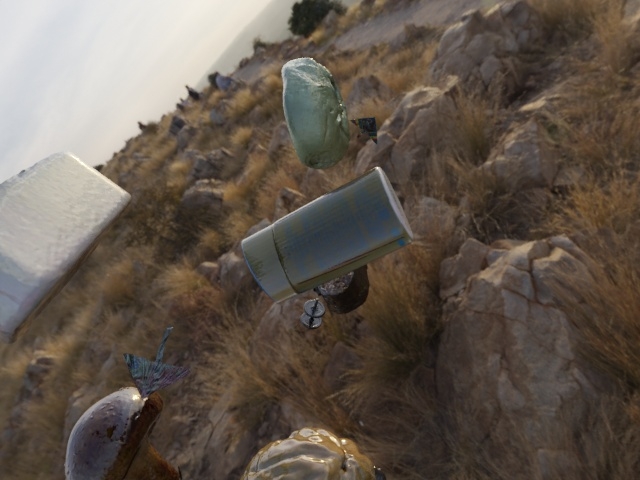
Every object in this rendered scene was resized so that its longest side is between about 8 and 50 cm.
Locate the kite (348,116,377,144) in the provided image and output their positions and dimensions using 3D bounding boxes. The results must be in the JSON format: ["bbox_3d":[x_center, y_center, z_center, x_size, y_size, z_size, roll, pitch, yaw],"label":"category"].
[{"bbox_3d":[0.148,-0.355,1.357,0.090,0.122,0.004,-49,15,-7],"label":"kite"}]

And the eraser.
[{"bbox_3d":[-0.454,0.029,0.643,0.331,0.150,0.331,-44,18,19],"label":"eraser"}]

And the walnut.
[{"bbox_3d":[-0.027,0.390,0.643,0.245,0.198,0.198,-50,22,29],"label":"walnut"}]

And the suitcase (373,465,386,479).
[{"bbox_3d":[0.067,0.617,0.993,0.285,0.066,0.206,106,-173,-67],"label":"suitcase"}]

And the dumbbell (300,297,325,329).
[{"bbox_3d":[-0.023,0.229,1.321,0.069,0.070,0.147,-83,6,-50],"label":"dumbbell"}]

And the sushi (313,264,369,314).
[{"bbox_3d":[0.053,0.111,1.625,0.235,0.207,0.348,-25,40,16],"label":"sushi"}]

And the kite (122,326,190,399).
[{"bbox_3d":[-0.330,0.248,0.867,0.011,0.139,0.156,12,82,67],"label":"kite"}]

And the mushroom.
[{"bbox_3d":[-0.532,0.609,1.193,0.334,0.356,0.331,-58,-14,17],"label":"mushroom"}]

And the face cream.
[{"bbox_3d":[0.000,0.000,0.718,0.285,0.067,0.139,-26,69,18],"label":"face cream"}]

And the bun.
[{"bbox_3d":[-0.004,-0.247,0.841,0.109,0.221,0.221,-12,35,10],"label":"bun"}]
